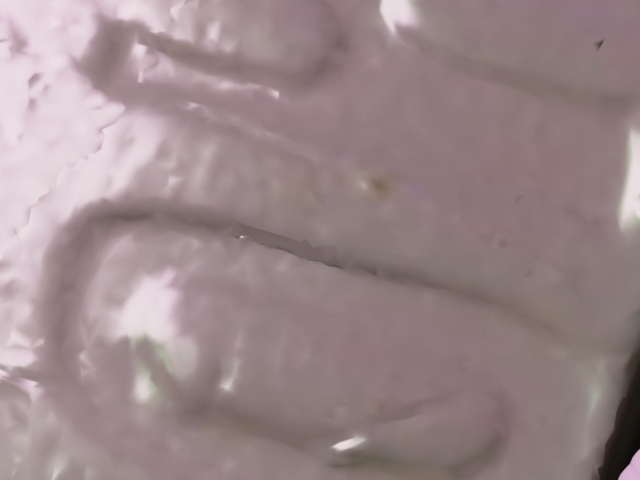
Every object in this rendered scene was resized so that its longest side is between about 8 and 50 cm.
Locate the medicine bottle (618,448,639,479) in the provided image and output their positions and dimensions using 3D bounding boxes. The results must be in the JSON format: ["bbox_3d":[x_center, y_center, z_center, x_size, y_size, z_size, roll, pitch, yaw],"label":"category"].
[{"bbox_3d":[0.218,0.172,0.596,0.178,0.178,0.290,-50,36,14],"label":"medicine bottle"}]

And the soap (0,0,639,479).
[{"bbox_3d":[-0.015,0.023,0.797,0.213,0.350,0.435,60,-131,-79],"label":"soap"}]
